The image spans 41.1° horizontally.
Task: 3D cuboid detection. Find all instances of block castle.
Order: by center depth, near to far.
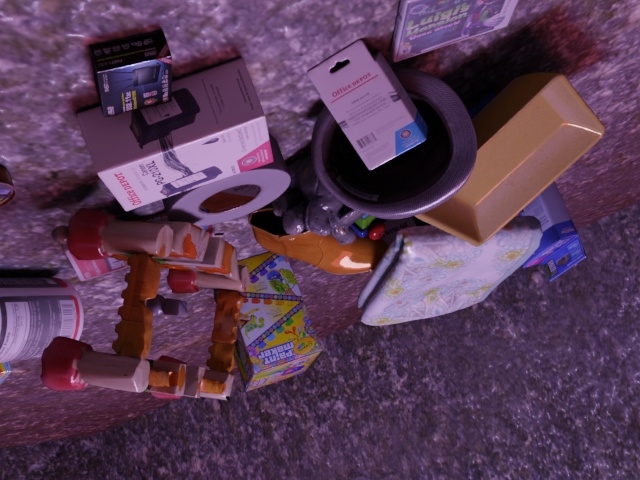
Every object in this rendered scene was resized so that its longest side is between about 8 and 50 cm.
[{"bbox_3d":[-0.307,0.127,1.515,0.213,0.302,0.453,5,169,17],"label":"block castle"}]

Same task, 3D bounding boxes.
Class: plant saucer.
[{"bbox_3d":[0.328,-0.151,1.537,0.333,0.081,0.333,-44,152,16],"label":"plant saucer"}]

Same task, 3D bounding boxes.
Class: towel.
[{"bbox_3d":[0.273,0.070,1.884,0.321,0.090,0.374,-9,153,-20],"label":"towel"}]

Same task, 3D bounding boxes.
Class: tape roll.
[{"bbox_3d":[-0.165,-0.101,1.459,0.219,0.072,0.219,-18,165,-5],"label":"tape roll"}]

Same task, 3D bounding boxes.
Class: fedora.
[{"bbox_3d":[0.124,-0.167,1.407,0.275,0.243,0.124,-27,-167,23],"label":"fedora"}]

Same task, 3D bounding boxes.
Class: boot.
[{"bbox_3d":[-0.001,-0.001,1.810,0.295,0.104,0.211,7,168,6],"label":"boot"}]

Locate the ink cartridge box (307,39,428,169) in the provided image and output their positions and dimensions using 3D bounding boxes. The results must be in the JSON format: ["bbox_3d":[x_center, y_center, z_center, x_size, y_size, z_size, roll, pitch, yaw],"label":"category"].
[{"bbox_3d":[0.073,-0.211,1.290,0.104,0.180,0.060,-27,-162,24],"label":"ink cartridge box"}]

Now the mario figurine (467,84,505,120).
[{"bbox_3d":[0.247,-0.145,1.629,0.321,0.170,0.198,-31,120,13],"label":"mario figurine"}]

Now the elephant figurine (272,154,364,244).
[{"bbox_3d":[0.035,-0.085,1.632,0.186,0.169,0.239,-8,173,43],"label":"elephant figurine"}]

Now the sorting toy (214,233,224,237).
[{"bbox_3d":[-0.250,0.009,1.849,0.062,0.012,0.083,-8,161,-39],"label":"sorting toy"}]

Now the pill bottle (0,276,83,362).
[{"bbox_3d":[-0.602,0.149,1.592,0.161,0.161,0.283,-29,163,29],"label":"pill bottle"}]

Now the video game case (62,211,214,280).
[{"bbox_3d":[-0.348,0.003,1.676,0.285,0.025,0.204,-17,165,-12],"label":"video game case"}]

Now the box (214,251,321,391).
[{"bbox_3d":[-0.145,0.210,2.184,0.177,0.279,0.290,-16,165,-15],"label":"box"}]

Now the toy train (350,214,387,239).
[{"bbox_3d":[0.160,-0.123,1.805,0.248,0.105,0.143,-36,153,-21],"label":"toy train"}]

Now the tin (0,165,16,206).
[{"bbox_3d":[-0.519,-0.069,1.177,0.190,0.040,0.106,-4,154,-46],"label":"tin"}]

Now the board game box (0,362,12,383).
[{"bbox_3d":[-0.793,0.247,1.723,0.275,0.142,0.144,-9,161,-37],"label":"board game box"}]

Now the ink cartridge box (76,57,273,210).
[{"bbox_3d":[-0.198,-0.144,1.206,0.237,0.100,0.172,-19,165,-4],"label":"ink cartridge box"}]

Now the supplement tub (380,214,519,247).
[{"bbox_3d":[0.279,-0.059,1.956,0.316,0.193,0.193,-25,165,14],"label":"supplement tub"}]

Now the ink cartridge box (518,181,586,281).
[{"bbox_3d":[0.492,-0.067,1.979,0.065,0.311,0.186,-16,164,-20],"label":"ink cartridge box"}]

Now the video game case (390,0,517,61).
[{"bbox_3d":[0.198,-0.330,1.221,0.191,0.022,0.173,-19,165,-6],"label":"video game case"}]

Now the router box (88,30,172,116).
[{"bbox_3d":[-0.234,-0.205,1.062,0.092,0.038,0.122,-16,165,-14],"label":"router box"}]
